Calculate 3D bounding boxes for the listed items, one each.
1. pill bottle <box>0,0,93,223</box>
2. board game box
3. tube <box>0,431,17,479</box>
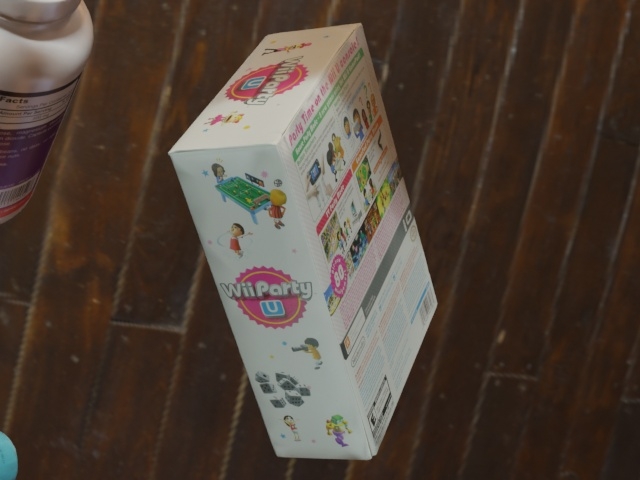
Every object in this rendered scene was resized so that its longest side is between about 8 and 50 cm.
[{"bbox_3d":[-0.343,-0.168,1.187,0.181,0.181,0.323,1,142,-32],"label":"pill bottle"},{"bbox_3d":[0.000,0.000,0.996,0.224,0.098,0.303,-60,141,-52],"label":"board game box"},{"bbox_3d":[-0.308,0.172,0.835,0.052,0.080,0.207,-45,159,19],"label":"tube"}]
